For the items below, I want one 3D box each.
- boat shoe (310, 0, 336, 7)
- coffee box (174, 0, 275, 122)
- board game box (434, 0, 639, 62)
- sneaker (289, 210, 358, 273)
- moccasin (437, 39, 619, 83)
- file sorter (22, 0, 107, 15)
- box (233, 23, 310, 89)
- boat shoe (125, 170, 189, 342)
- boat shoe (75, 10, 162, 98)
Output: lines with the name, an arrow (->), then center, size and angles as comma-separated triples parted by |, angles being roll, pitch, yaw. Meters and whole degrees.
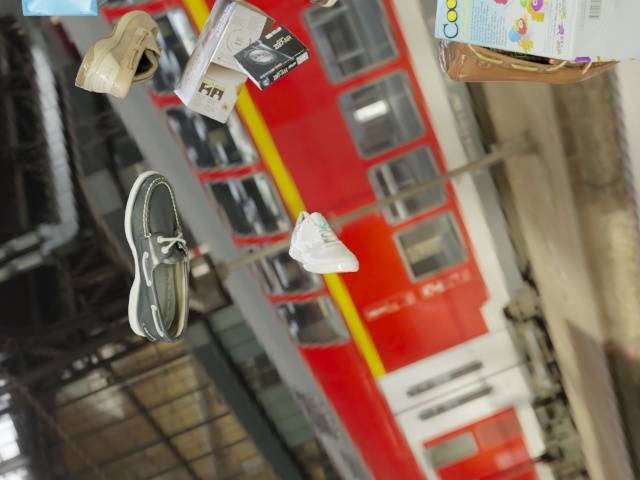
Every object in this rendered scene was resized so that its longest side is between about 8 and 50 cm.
boat shoe -> 0.021, -0.482, 2.131 | 0.056, 0.152, 0.049 | 32, -155, 34
coffee box -> -0.209, -0.395, 2.610 | 0.098, 0.246, 0.141 | 21, -166, -27
board game box -> 0.303, -0.335, 1.678 | 0.275, 0.142, 0.144 | 24, 115, 52
sneaker -> 0.000, 0.000, 2.109 | 0.212, 0.080, 0.094 | 25, 114, 61
moccasin -> 0.394, -0.357, 2.118 | 0.147, 0.380, 0.139 | 142, 125, -65
file sorter -> -0.404, -0.449, 1.909 | 0.104, 0.118, 0.170 | -82, -9, -67
box -> -0.066, -0.248, 1.643 | 0.067, 0.083, 0.018 | 48, 167, 33
boat shoe -> -0.273, 0.031, 2.128 | 0.091, 0.114, 0.302 | 13, 112, 40
boat shoe -> -0.370, -0.353, 2.377 | 0.341, 0.110, 0.121 | -68, 3, -61
